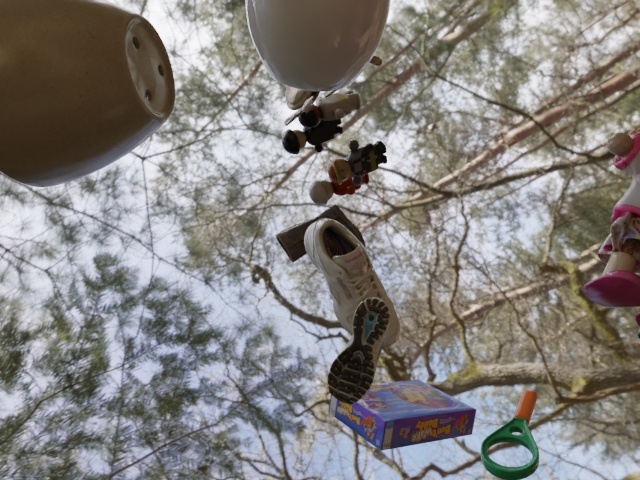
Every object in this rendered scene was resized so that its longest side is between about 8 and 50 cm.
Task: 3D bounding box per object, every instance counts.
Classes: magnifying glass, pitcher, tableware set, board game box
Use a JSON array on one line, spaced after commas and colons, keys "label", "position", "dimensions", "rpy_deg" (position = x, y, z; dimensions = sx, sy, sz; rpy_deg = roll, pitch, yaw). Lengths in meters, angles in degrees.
[{"label": "magnifying glass", "position": [0.351, 0.340, 0.877], "dimensions": [0.231, 0.092, 0.026], "rpy_deg": [-33, -63, -52]}, {"label": "pitcher", "position": [-0.020, -0.249, 0.416], "dimensions": [0.177, 0.207, 0.125], "rpy_deg": [27, -136, 21]}, {"label": "tableware set", "position": [0.012, -0.255, 0.730], "dimensions": [0.039, 0.194, 0.128], "rpy_deg": [12, -109, -34]}, {"label": "board game box", "position": [0.231, 0.481, 1.391], "dimensions": [0.347, 0.233, 0.078], "rpy_deg": [7, -87, -33]}]

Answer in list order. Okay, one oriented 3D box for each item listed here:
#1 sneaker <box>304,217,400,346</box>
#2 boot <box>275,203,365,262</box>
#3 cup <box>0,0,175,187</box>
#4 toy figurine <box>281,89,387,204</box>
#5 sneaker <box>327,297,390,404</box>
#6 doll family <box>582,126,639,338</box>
[{"label": "sneaker", "position": [0.065, 0.088, 1.007], "dimensions": [0.114, 0.152, 0.305], "rpy_deg": [-33, -93, -13]}, {"label": "boot", "position": [0.000, 0.002, 1.437], "dimensions": [0.208, 0.076, 0.189], "rpy_deg": [-30, -118, -23]}, {"label": "cup", "position": [-0.388, -0.266, 0.817], "dimensions": [0.331, 0.237, 0.331], "rpy_deg": [-6, -90, -80]}, {"label": "toy figurine", "position": [0.023, -0.198, 1.063], "dimensions": [0.148, 0.209, 0.213], "rpy_deg": [-24, -93, -16]}, {"label": "sneaker", "position": [0.066, 0.162, 0.715], "dimensions": [0.063, 0.162, 0.073], "rpy_deg": [25, -177, 21]}, {"label": "doll family", "position": [0.275, 0.031, 0.292], "dimensions": [0.263, 0.118, 0.163], "rpy_deg": [32, -112, 16]}]
